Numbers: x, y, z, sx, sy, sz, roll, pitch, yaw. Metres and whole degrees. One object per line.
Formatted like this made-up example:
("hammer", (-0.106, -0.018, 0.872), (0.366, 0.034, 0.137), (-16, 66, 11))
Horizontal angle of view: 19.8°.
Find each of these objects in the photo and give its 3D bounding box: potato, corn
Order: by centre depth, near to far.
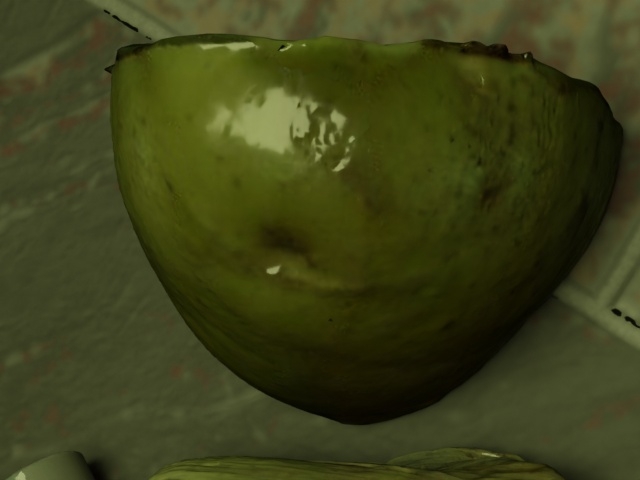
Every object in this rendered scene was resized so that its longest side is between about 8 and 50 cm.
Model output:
("potato", (0.000, 0.000, 1.112), (0.330, 0.280, 0.212), (-1, 82, 23))
("corn", (0.020, 0.192, 1.164), (0.305, 0.123, 0.122), (-4, 81, 23))

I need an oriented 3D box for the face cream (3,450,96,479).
("face cream", (-0.141, 0.269, 1.253), (0.077, 0.077, 0.250), (-36, 71, 17))
